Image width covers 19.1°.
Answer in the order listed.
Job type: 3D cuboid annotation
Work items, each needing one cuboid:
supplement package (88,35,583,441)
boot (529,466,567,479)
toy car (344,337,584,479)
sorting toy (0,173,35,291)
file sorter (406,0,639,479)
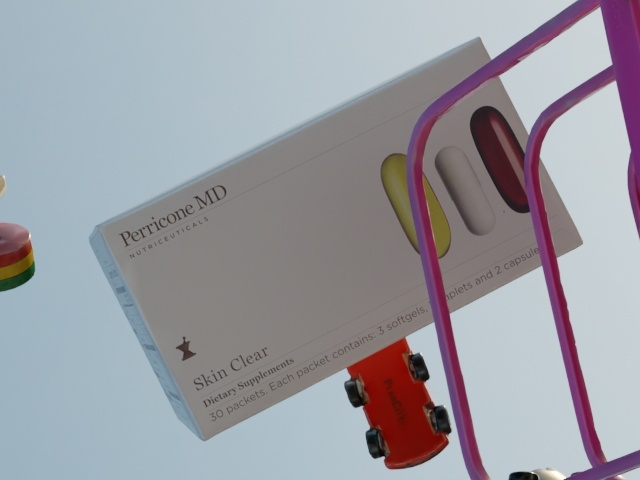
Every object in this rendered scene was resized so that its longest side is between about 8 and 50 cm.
[{"bbox_3d":[0.000,0.000,1.218,0.262,0.145,0.204,-28,2,-8],"label":"supplement package"},{"bbox_3d":[0.216,0.395,1.518,0.367,0.445,0.146,-32,-46,-23],"label":"boot"},{"bbox_3d":[0.072,0.212,1.337,0.225,0.239,0.053,-54,-23,-8],"label":"toy car"},{"bbox_3d":[-0.289,-0.026,1.169,0.132,0.274,0.046,-60,-31,-59],"label":"sorting toy"},{"bbox_3d":[0.210,0.004,0.853,0.290,0.182,0.202,-1,-107,-31],"label":"file sorter"}]
